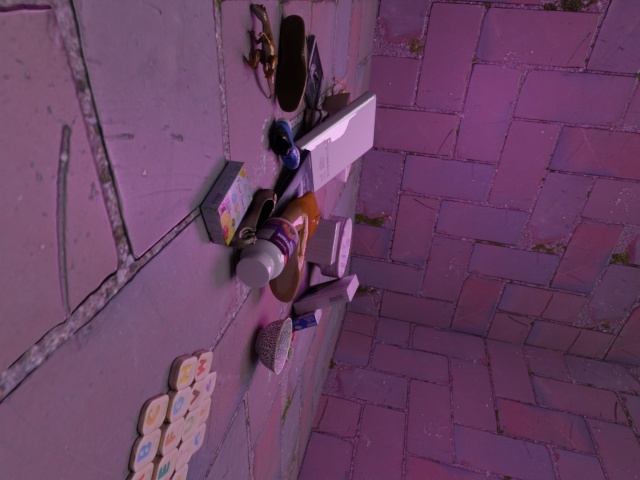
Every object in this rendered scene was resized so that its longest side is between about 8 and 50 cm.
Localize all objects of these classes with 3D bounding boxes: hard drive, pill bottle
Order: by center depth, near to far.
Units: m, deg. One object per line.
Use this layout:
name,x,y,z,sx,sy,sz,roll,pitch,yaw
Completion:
pill bottle,-0.129,0.029,0.975,0.193,0.108,0.108,-64,161,-59
hard drive,0.055,-0.324,1.371,0.353,0.047,0.233,-41,152,-23

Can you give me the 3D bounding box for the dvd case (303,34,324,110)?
dvd case,-0.026,-0.518,1.299,0.221,0.018,0.164,54,47,-77

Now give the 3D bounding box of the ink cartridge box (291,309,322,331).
ink cartridge box,-0.052,0.309,1.629,0.207,0.097,0.046,-23,96,-84

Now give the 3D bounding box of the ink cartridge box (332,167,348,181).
ink cartridge box,0.096,-0.408,1.875,0.158,0.092,0.217,-69,166,-49

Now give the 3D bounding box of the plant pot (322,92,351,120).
plant pot,0.063,-0.507,1.577,0.109,0.096,0.108,84,18,-59

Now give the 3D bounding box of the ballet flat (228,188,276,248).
ballet flat,-0.145,-0.053,0.948,0.250,0.058,0.084,-63,161,-59

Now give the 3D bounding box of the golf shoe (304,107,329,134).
golf shoe,-0.009,-0.352,1.355,0.186,0.086,0.067,91,10,-48

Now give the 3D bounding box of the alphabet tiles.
alphabet tiles,-0.267,0.358,0.765,0.278,0.021,0.283,42,58,-78

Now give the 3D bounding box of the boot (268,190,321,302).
boot,-0.063,0.016,1.187,0.211,0.104,0.294,-47,146,-57

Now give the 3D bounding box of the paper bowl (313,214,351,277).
paper bowl,0.048,0.025,1.849,0.284,0.148,0.284,10,90,-80

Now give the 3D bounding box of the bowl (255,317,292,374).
bowl,-0.148,0.310,1.216,0.170,0.080,0.170,10,90,-81

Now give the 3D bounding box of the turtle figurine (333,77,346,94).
turtle figurine,0.102,-0.546,1.729,0.269,0.087,0.217,49,26,-62

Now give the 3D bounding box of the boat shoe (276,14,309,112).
boat shoe,-0.061,-0.433,1.004,0.073,0.080,0.223,-31,126,-70

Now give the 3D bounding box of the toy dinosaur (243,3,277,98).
toy dinosaur,-0.108,-0.372,0.844,0.112,0.064,0.211,-72,167,-45

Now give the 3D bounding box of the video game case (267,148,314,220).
video game case,-0.086,-0.112,1.209,0.196,0.026,0.274,85,25,-54

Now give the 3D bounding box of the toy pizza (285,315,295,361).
toy pizza,-0.129,0.390,1.535,0.201,0.032,0.201,10,90,-80

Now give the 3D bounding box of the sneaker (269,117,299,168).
sneaker,-0.094,-0.235,1.059,0.152,0.058,0.084,83,13,-46

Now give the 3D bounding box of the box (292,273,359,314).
box,0.033,0.225,1.727,0.322,0.233,0.058,-23,97,-78

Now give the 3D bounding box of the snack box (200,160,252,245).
snack box,-0.180,-0.075,0.792,0.100,0.037,0.141,90,14,-48

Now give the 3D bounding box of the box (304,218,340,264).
box,0.000,0.000,1.608,0.091,0.130,0.170,-28,127,-77
